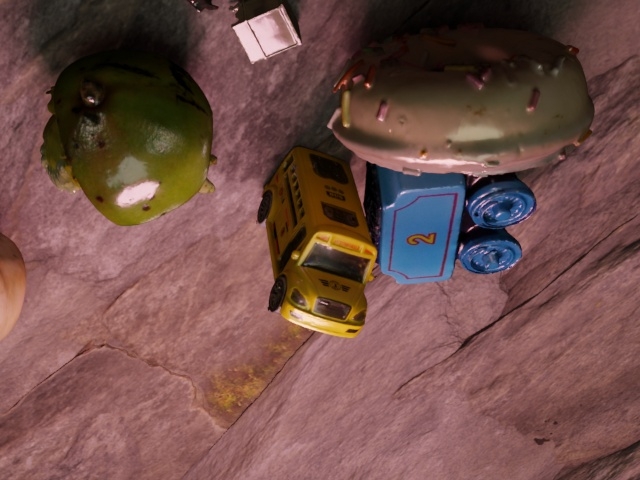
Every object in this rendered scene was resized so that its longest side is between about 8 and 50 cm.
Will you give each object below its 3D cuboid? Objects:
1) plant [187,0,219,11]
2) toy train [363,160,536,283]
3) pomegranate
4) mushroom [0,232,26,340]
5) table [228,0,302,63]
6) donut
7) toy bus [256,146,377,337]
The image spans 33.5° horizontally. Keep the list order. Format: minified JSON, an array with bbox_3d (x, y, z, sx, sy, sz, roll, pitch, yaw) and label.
[{"bbox_3d":[-0.150,-0.416,1.394,0.234,0.204,0.178,21,128,-17],"label":"plant"},{"bbox_3d":[0.201,-0.068,1.729,0.265,0.188,0.300,-5,148,-1],"label":"toy train"},{"bbox_3d":[-0.264,-0.146,1.583,0.260,0.260,0.341,-31,158,18],"label":"pomegranate"},{"bbox_3d":[-0.625,0.024,1.662,0.353,0.353,0.325,-7,152,-3],"label":"mushroom"},{"bbox_3d":[-0.081,-0.318,1.568,0.083,0.062,0.079,-21,131,10],"label":"table"},{"bbox_3d":[0.201,-0.212,1.518,0.383,0.382,0.142,-6,114,-4],"label":"donut"},{"bbox_3d":[0.000,0.000,1.684,0.144,0.330,0.152,18,123,-23],"label":"toy bus"}]
